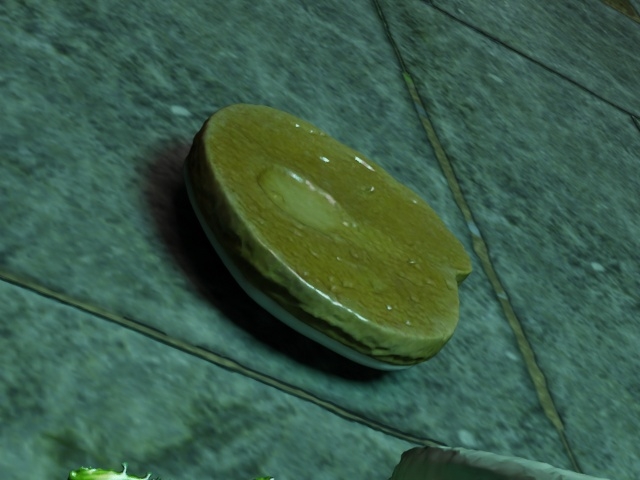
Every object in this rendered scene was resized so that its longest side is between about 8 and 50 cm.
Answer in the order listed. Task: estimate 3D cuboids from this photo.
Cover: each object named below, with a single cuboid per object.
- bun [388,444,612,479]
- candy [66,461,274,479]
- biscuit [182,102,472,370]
[{"bbox_3d":[0.124,0.194,0.604,0.263,0.175,0.263,19,-13,4],"label":"bun"},{"bbox_3d":[-0.028,0.161,0.611,0.102,0.032,0.178,8,38,-41],"label":"candy"},{"bbox_3d":[0.000,0.000,0.907,0.181,0.049,0.208,34,24,-8],"label":"biscuit"}]
